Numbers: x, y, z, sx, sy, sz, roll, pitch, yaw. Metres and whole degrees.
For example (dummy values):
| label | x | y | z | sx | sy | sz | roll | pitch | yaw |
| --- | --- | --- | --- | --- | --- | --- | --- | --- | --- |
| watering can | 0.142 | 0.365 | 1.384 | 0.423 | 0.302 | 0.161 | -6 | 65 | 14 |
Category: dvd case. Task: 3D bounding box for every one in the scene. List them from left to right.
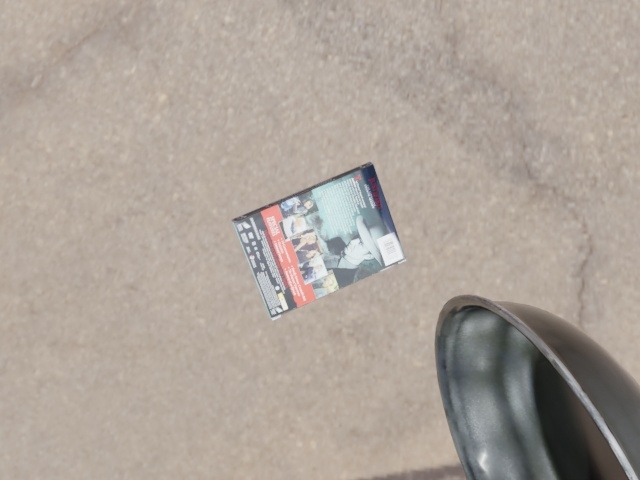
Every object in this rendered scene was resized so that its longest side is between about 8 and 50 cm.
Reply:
| label | x | y | z | sx | sy | sz | roll | pitch | yaw |
| --- | --- | --- | --- | --- | --- | --- | --- | --- | --- |
| dvd case | 0.000 | 0.000 | 0.885 | 0.119 | 0.013 | 0.087 | -23 | 109 | -7 |

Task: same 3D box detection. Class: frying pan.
| label | x | y | z | sx | sy | sz | roll | pitch | yaw |
| --- | --- | --- | --- | --- | --- | --- | --- | --- | --- |
| frying pan | 0.129 | 0.136 | 0.416 | 0.053 | 0.326 | 0.197 | -22 | 121 | -13 |
